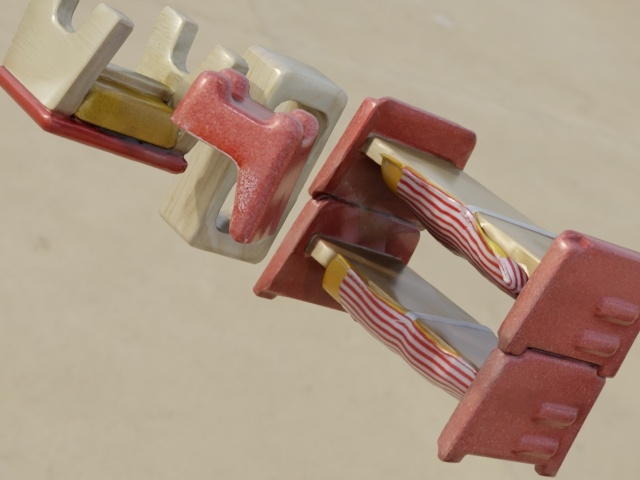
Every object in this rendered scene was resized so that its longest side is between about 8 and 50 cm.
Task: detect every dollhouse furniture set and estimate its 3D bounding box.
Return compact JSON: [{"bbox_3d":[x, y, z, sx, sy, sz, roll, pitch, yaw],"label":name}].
[{"bbox_3d":[0.000,0.000,1.053,0.374,0.152,0.201,17,17,-45],"label":"dollhouse furniture set"}]
